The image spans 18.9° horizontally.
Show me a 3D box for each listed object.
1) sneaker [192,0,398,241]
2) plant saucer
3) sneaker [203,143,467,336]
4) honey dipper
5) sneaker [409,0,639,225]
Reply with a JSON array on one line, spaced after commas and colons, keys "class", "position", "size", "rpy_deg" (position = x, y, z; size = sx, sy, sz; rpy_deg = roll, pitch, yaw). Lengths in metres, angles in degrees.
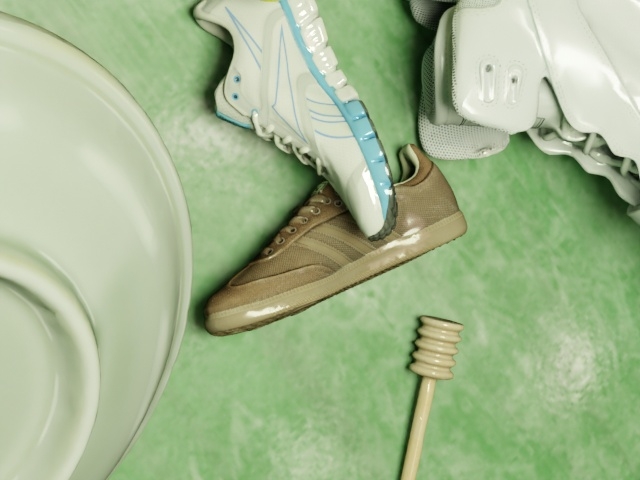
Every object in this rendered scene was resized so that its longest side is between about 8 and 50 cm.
[{"class": "sneaker", "position": [-0.018, -0.077, 1.166], "size": [0.083, 0.071, 0.190], "rpy_deg": [-25, 76, -8]}, {"class": "plant saucer", "position": [-0.229, 0.075, 0.992], "size": [0.400, 0.100, 0.400], "rpy_deg": [-18, 128, -24]}, {"class": "sneaker", "position": [0.000, 0.000, 1.204], "size": [0.188, 0.066, 0.071], "rpy_deg": [-23, 86, -26]}, {"class": "honey dipper", "position": [0.062, 0.129, 1.250], "size": [0.030, 0.030, 0.160], "rpy_deg": [12, 92, -24]}, {"class": "sneaker", "position": [0.186, -0.058, 1.204], "size": [0.210, 0.137, 0.365], "rpy_deg": [-20, 83, -10]}]
